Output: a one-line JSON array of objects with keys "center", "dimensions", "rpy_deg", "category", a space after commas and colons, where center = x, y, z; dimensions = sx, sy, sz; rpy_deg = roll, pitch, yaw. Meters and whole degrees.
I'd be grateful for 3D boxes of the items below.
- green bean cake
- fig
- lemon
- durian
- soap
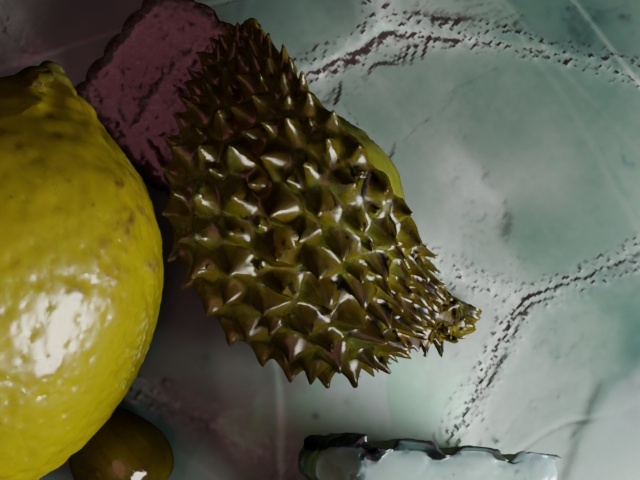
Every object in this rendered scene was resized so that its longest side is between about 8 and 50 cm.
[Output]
[{"center": [-0.106, -0.108, 0.958], "dimensions": [0.136, 0.056, 0.135], "rpy_deg": [38, 88, -3], "category": "green bean cake"}, {"center": [-0.156, 0.159, 0.949], "dimensions": [0.074, 0.074, 0.088], "rpy_deg": [-44, 77, -3], "category": "fig"}, {"center": [-0.229, 0.027, 0.852], "dimensions": [0.253, 0.253, 0.310], "rpy_deg": [24, 90, -4], "category": "lemon"}, {"center": [0.000, 0.000, 0.912], "dimensions": [0.172, 0.166, 0.306], "rpy_deg": [-38, 113, 18], "category": "durian"}, {"center": [0.061, 0.185, 0.873], "dimensions": [0.150, 0.261, 0.094], "rpy_deg": [6, 80, -3], "category": "soap"}]
